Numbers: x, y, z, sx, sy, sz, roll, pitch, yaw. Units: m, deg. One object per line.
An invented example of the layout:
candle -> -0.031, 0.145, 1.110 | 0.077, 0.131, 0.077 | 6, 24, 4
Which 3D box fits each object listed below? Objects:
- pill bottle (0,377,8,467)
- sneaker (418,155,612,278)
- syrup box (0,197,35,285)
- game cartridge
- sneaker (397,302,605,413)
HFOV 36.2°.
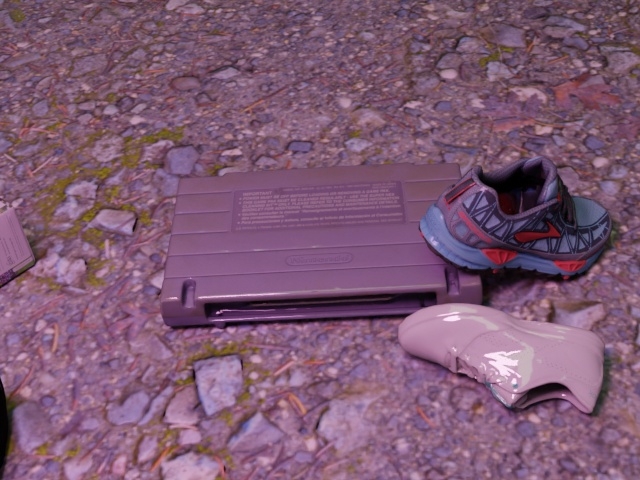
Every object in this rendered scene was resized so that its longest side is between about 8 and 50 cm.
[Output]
pill bottle -> -0.428, 0.183, 0.945 | 0.219, 0.122, 0.123 | -5, 42, -1
sneaker -> 0.241, -0.030, 1.075 | 0.262, 0.125, 0.104 | -3, 48, -34
syrup box -> -0.463, 0.037, 1.130 | 0.093, 0.096, 0.237 | 28, 52, 33
game cartridge -> 0.000, 0.000, 1.156 | 0.355, 0.068, 0.230 | -3, 38, 2
sneaker -> 0.179, 0.126, 0.992 | 0.212, 0.080, 0.094 | 7, 55, 11
